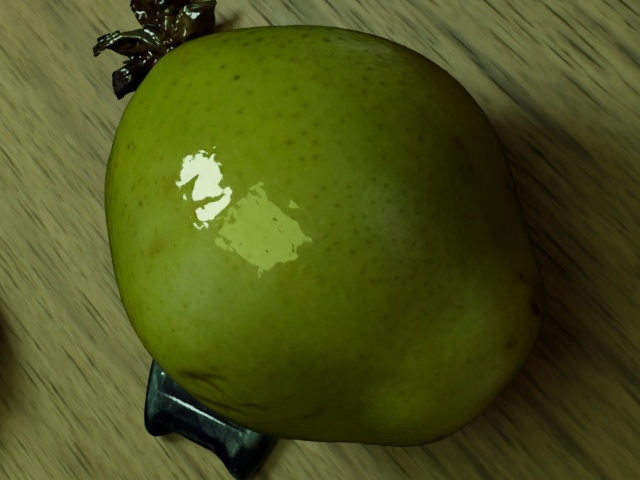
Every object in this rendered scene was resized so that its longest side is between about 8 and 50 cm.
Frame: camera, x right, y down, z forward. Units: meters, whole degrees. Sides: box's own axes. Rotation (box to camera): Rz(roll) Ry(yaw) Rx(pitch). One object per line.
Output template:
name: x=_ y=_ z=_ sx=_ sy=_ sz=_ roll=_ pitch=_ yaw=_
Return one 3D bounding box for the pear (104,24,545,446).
pear: x=0.000 y=0.000 z=1.160 sx=0.418 sy=0.362 sz=0.362 roll=36 pitch=103 yaw=13

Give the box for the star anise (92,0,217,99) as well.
star anise: x=-0.170 y=-0.209 z=1.444 sx=0.168 sy=0.057 sz=0.168 roll=-2 pitch=85 yaw=20

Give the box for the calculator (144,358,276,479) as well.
calculator: x=-0.089 y=0.103 z=1.378 sx=0.177 sy=0.040 sz=0.268 roll=21 pitch=91 yaw=28
